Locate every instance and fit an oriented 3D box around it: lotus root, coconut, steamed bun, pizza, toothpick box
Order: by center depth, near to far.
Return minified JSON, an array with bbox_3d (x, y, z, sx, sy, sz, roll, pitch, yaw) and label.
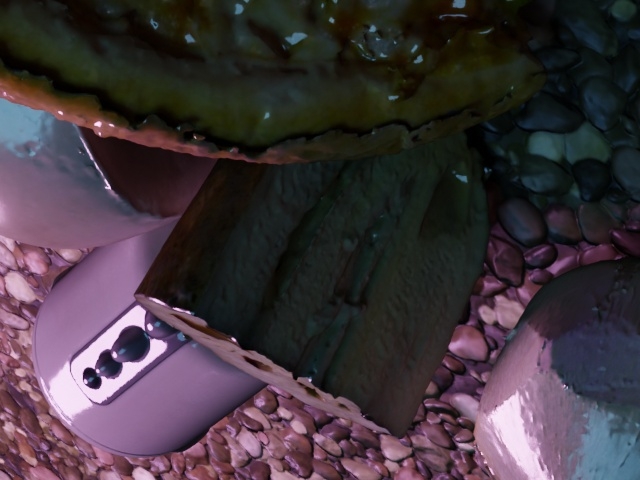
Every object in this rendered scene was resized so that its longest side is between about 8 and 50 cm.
[{"bbox_3d":[-0.004,-0.192,1.078,0.392,0.435,0.080,40,-174,-27],"label":"pizza"},{"bbox_3d":[0.234,0.139,1.235,0.227,0.230,0.227,20,136,20],"label":"coconut"},{"bbox_3d":[-0.209,-0.151,1.247,0.206,0.324,0.324,0,127,25],"label":"steamed bun"},{"bbox_3d":[-0.002,-0.016,1.263,0.149,0.260,0.267,13,164,46],"label":"lotus root"},{"bbox_3d":[-0.127,0.066,1.457,0.229,0.229,0.316,45,140,-6],"label":"toothpick box"}]
